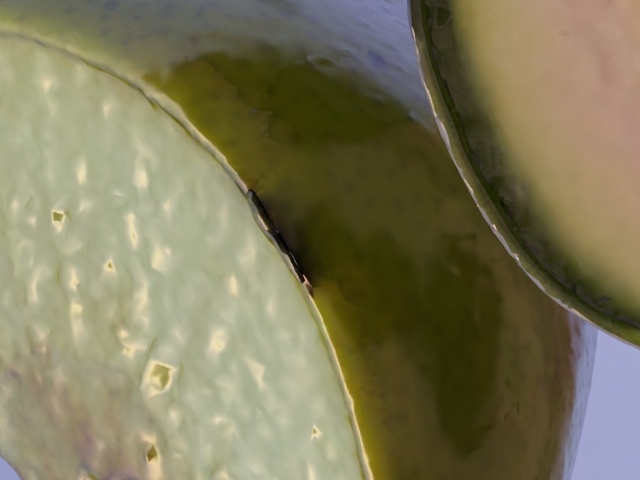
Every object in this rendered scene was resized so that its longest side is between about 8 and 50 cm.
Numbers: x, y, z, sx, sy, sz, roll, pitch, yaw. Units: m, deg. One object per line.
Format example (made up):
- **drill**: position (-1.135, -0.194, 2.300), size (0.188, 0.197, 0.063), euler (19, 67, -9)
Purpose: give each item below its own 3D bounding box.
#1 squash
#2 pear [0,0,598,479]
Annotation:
- **squash**: position (0.103, -0.050, 0.359), size (0.123, 0.170, 0.170), euler (68, -149, -87)
- **pear**: position (0.000, 0.000, 0.667), size (0.318, 0.342, 0.238), euler (-18, -41, -51)
